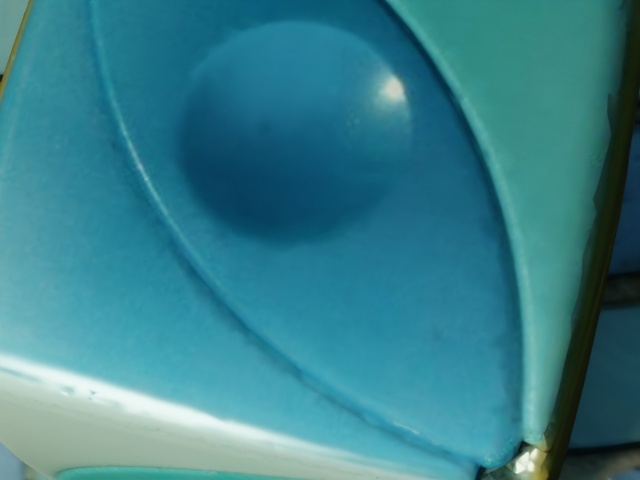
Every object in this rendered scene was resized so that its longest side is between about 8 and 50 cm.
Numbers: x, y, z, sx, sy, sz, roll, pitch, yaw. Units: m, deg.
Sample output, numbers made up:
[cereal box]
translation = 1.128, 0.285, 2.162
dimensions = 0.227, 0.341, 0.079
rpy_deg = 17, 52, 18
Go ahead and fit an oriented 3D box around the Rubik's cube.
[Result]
[Rubik's cube]
translation = 0.000, 0.000, 1.027
dimensions = 0.351, 0.347, 0.352
rpy_deg = 10, 72, 8
